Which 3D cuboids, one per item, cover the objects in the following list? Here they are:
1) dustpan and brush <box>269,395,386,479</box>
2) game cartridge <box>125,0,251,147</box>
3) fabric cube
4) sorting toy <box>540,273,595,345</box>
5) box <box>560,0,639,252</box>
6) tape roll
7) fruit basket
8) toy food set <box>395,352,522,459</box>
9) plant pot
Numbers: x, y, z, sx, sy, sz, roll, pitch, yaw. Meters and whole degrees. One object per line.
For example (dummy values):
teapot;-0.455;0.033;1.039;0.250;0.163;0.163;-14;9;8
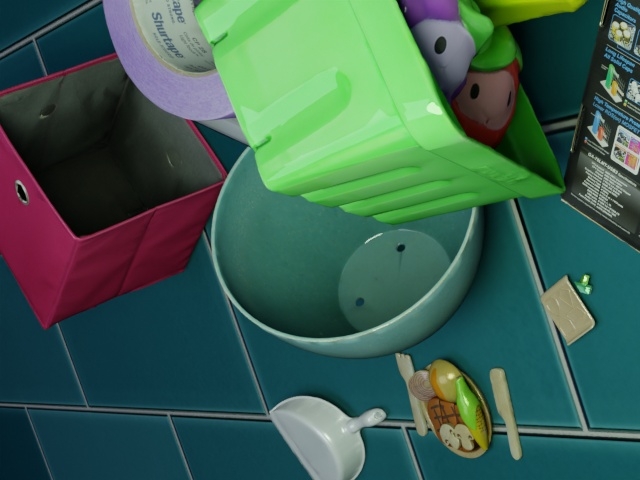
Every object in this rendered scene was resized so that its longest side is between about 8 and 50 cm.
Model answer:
dustpan and brush;0.025;0.261;1.822;0.147;0.060;0.211;55;153;-1
game cartridge;-0.045;-0.210;1.479;0.355;0.230;0.068;28;169;45
fabric cube;-0.327;-0.074;1.924;0.254;0.259;0.258;55;146;16
sorting toy;0.263;0.067;1.391;0.062;0.012;0.083;63;151;15
box;0.349;-0.091;1.118;0.295;0.073;0.293;39;137;37
tape roll;-0.097;-0.258;1.335;0.275;0.090;0.275;10;105;41
fruit basket;0.127;-0.192;1.113;0.392;0.392;0.283;-44;65;55
toy food set;0.152;0.202;1.607;0.192;0.038;0.132;2;111;55
plant pot;0.053;0.011;1.460;0.290;0.290;0.195;41;174;34
